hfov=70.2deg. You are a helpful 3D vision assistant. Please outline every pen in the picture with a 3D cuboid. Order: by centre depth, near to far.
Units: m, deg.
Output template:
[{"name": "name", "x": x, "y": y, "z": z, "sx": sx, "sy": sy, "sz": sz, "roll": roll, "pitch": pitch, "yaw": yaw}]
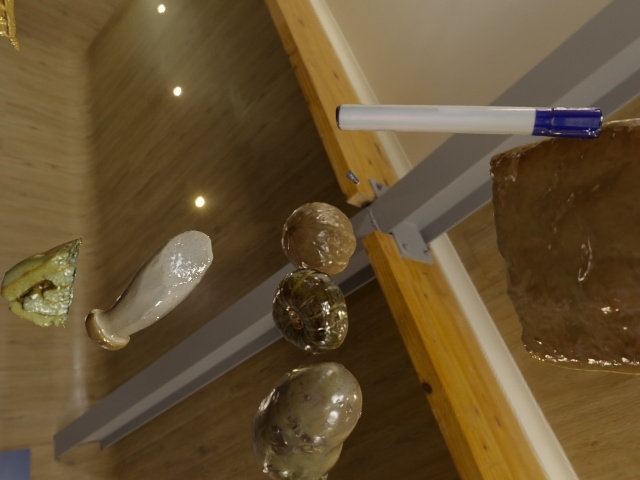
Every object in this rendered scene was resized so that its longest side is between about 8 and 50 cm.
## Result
[{"name": "pen", "x": 0.148, "y": -0.129, "z": 0.489, "sx": 0.269, "sy": 0.033, "sz": 0.033, "roll": 5, "pitch": -97, "yaw": 16}]

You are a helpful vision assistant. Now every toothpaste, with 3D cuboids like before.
[{"name": "toothpaste", "x": 0.112, "y": -0.215, "z": 1.572, "sx": 0.019, "sy": 0.083, "sz": 0.027, "roll": 27, "pitch": -96, "yaw": 37}]

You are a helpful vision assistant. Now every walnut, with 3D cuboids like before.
[{"name": "walnut", "x": 0.000, "y": 0.000, "z": 1.323, "sx": 0.228, "sy": 0.228, "sz": 0.227, "roll": -13, "pitch": -109, "yaw": 42}]

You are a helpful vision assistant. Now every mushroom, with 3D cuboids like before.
[{"name": "mushroom", "x": -0.378, "y": 0.115, "z": 1.021, "sx": 0.350, "sy": 0.128, "sz": 0.128, "roll": -39, "pitch": -128, "yaw": 7}]

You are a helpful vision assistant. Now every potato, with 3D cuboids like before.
[{"name": "potato", "x": -0.030, "y": 0.308, "z": 0.778, "sx": 0.165, "sy": 0.165, "sz": 0.262, "roll": 48, "pitch": -50, "yaw": 40}]

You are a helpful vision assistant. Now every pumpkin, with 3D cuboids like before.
[{"name": "pumpkin", "x": -0.021, "y": 0.168, "z": 1.144, "sx": 0.219, "sy": 0.162, "sz": 0.218, "roll": 25, "pitch": -54, "yaw": 41}]

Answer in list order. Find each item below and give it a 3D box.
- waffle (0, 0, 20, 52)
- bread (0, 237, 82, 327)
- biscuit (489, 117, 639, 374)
[{"name": "waffle", "x": -0.569, "y": -0.382, "z": 0.746, "sx": 0.191, "sy": 0.125, "sz": 0.032, "roll": -34, "pitch": -109, "yaw": 53}, {"name": "bread", "x": -0.480, "y": 0.066, "z": 0.784, "sx": 0.103, "sy": 0.110, "sz": 0.156, "roll": -145, "pitch": -111, "yaw": -69}, {"name": "biscuit", "x": 0.463, "y": 0.020, "z": 0.770, "sx": 0.446, "sy": 0.104, "sz": 0.428, "roll": 176, "pitch": -88, "yaw": -68}]
